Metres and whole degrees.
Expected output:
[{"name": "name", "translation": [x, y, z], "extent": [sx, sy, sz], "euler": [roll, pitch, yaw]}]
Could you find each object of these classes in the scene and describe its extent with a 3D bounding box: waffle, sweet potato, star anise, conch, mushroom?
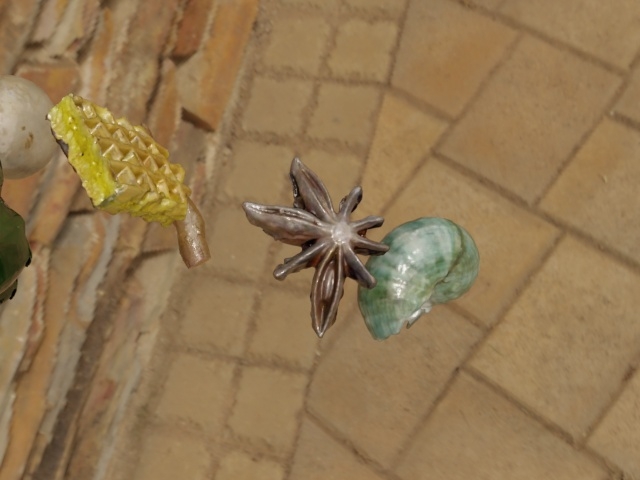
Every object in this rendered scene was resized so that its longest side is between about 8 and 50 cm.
[{"name": "waffle", "translation": [-0.243, -0.093, 1.303], "extent": [0.055, 0.211, 0.160], "euler": [-39, 66, 15]}, {"name": "sweet potato", "translation": [-0.271, -0.086, 1.777], "extent": [0.067, 0.059, 0.281], "euler": [-26, 86, -33]}, {"name": "star anise", "translation": [-0.002, -0.004, 1.555], "extent": [0.198, 0.110, 0.257], "euler": [-35, 81, -19]}, {"name": "conch", "translation": [0.171, 0.053, 1.724], "extent": [0.195, 0.277, 0.220], "euler": [26, 118, -7]}, {"name": "mushroom", "translation": [-0.613, -0.217, 1.922], "extent": [0.204, 0.204, 0.204], "euler": [-8, 66, 19]}]

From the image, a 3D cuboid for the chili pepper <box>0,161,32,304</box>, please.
[{"name": "chili pepper", "translation": [-0.356, 0.006, 0.751], "extent": [0.261, 0.165, 0.173], "euler": [-17, 75, -32]}]
